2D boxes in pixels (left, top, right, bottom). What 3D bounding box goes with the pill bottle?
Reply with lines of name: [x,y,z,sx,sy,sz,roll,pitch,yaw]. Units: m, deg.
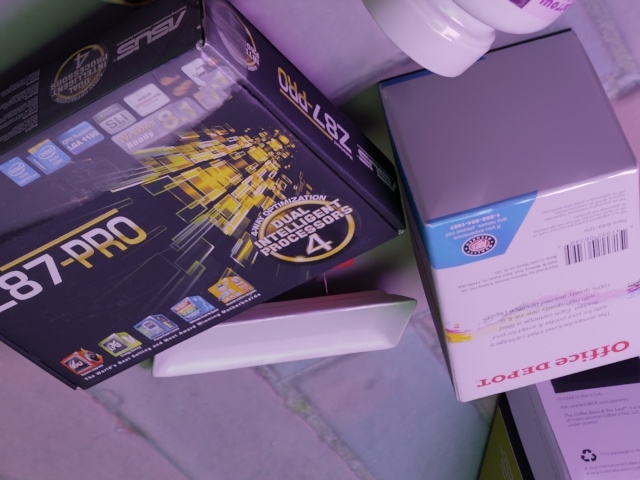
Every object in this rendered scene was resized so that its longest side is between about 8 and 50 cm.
pill bottle: [0.172,-0.274,1.367,0.169,0.169,0.301,24,125,-36]

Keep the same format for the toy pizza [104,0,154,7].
toy pizza: [-0.133,-0.264,1.385,0.201,0.032,0.201,-9,138,-8]

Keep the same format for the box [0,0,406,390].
box: [-0.169,-0.036,1.543,0.395,0.097,0.318,-25,136,22]

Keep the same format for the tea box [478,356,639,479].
tea box: [0.382,0.281,1.988,0.329,0.220,0.324,-6,138,-11]

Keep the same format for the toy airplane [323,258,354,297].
toy airplane: [0.000,0.000,1.713,0.151,0.028,0.151,-8,138,-7]

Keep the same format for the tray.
tray: [-0.042,0.093,1.775,0.270,0.030,0.145,-7,159,-10]

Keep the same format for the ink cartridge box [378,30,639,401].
ink cartridge box: [0.187,-0.018,1.623,0.198,0.197,0.270,-15,137,0]
